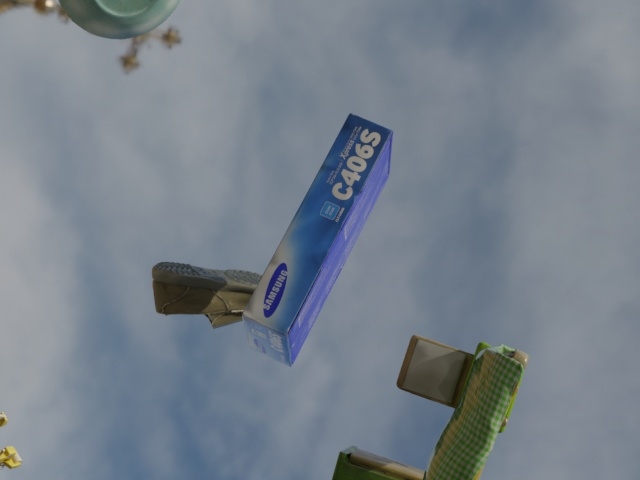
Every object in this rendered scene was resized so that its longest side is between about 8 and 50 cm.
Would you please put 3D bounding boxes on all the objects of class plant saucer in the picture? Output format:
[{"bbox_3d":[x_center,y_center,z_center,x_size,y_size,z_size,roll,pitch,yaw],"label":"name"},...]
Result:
[{"bbox_3d":[-0.276,-0.370,1.798,0.195,0.195,0.037,-66,-148,19],"label":"plant saucer"}]

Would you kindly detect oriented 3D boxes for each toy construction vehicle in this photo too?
[{"bbox_3d":[-0.412,0.248,1.557,0.035,0.098,0.086,-53,-122,28],"label":"toy construction vehicle"}]

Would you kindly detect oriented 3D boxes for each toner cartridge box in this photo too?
[{"bbox_3d":[0.000,0.000,1.875,0.075,0.165,0.348,24,-109,11],"label":"toner cartridge box"}]

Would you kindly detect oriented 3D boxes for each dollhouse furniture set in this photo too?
[{"bbox_3d":[0.100,0.178,1.233,0.151,0.301,0.198,18,-92,10],"label":"dollhouse furniture set"}]

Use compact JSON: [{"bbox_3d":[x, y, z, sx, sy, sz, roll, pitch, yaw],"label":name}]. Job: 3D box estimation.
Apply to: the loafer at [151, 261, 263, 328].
[{"bbox_3d":[-0.156,0.095,2.047,0.094,0.251,0.087,-137,-120,-67],"label":"loafer"}]
